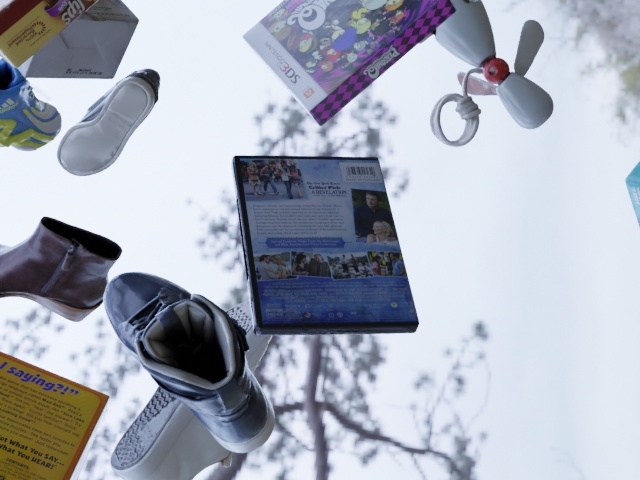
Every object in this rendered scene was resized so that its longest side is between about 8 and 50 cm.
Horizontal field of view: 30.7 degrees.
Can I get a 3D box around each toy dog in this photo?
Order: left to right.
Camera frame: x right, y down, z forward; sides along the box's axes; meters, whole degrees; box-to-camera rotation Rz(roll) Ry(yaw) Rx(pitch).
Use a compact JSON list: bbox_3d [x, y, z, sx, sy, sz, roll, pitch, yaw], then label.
[{"bbox_3d":[0.268,-0.336,1.995,0.333,0.220,0.161,70,-159,-5],"label":"toy dog"}]

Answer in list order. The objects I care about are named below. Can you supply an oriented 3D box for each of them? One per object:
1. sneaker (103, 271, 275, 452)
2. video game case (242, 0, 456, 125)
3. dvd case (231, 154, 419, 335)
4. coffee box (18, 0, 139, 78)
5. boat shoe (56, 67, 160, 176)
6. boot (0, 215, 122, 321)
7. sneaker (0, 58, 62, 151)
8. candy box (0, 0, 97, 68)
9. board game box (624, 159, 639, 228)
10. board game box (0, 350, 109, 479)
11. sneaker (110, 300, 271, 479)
[{"bbox_3d":[-0.136,0.076,1.036,0.086,0.226,0.163,-43,-29,-11],"label":"sneaker"},{"bbox_3d":[0.032,-0.287,1.544,0.232,0.210,0.042,-40,-42,3],"label":"video game case"},{"bbox_3d":[0.000,0.000,1.313,0.022,0.180,0.253,104,161,-48],"label":"dvd case"},{"bbox_3d":[-0.368,-0.319,1.508,0.141,0.246,0.098,-8,-43,-48],"label":"coffee box"},{"bbox_3d":[-0.283,-0.160,1.583,0.075,0.206,0.065,41,-144,-13],"label":"boat shoe"},{"bbox_3d":[-0.414,0.016,1.659,0.207,0.248,0.090,125,165,-51],"label":"boot"},{"bbox_3d":[-0.432,-0.195,1.664,0.126,0.091,0.240,-46,-12,25],"label":"sneaker"},{"bbox_3d":[-0.278,-0.227,1.072,0.109,0.187,0.053,-43,-58,-9],"label":"candy box"},{"bbox_3d":[0.607,0.017,1.597,0.079,0.336,0.253,-46,-51,-25],"label":"board game box"},{"bbox_3d":[-0.586,0.402,1.792,0.356,0.357,0.356,-74,8,-58],"label":"board game box"},{"bbox_3d":[-0.137,0.206,1.466,0.290,0.106,0.123,-52,-58,-22],"label":"sneaker"}]
